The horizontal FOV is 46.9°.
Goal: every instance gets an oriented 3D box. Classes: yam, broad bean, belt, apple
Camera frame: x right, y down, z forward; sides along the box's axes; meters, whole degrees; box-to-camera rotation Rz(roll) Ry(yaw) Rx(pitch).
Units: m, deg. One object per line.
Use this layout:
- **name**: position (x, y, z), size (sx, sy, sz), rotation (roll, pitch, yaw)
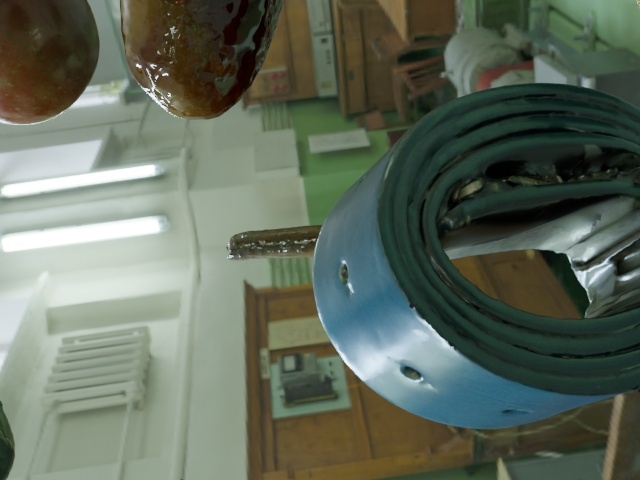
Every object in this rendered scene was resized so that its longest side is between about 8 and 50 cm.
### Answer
- **yam**: position (0.000, 0.000, 1.030), size (0.046, 0.264, 0.046), rotation (-4, -90, -89)
- **broad bean**: position (-0.072, -0.160, 0.472), size (0.084, 0.114, 0.165), rotation (19, 89, 50)
- **belt**: position (0.209, 0.013, 0.717), size (0.173, 0.437, 0.300), rotation (-45, 61, 59)
- **apple**: position (-0.313, -0.211, 0.719), size (0.168, 0.181, 0.180), rotation (53, -158, -51)

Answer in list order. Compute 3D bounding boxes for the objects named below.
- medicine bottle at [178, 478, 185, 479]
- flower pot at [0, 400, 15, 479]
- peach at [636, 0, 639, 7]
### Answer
- **medicine bottle**: position (-0.147, 0.552, 1.234), size (0.158, 0.318, 0.158), rotation (-56, -12, -17)
- **flower pot**: position (-0.614, 0.333, 1.242), size (0.243, 0.157, 0.189), rotation (55, 166, 25)
- **peach**: position (0.390, -0.351, 0.763), size (0.154, 0.159, 0.267), rotation (130, 120, -82)
